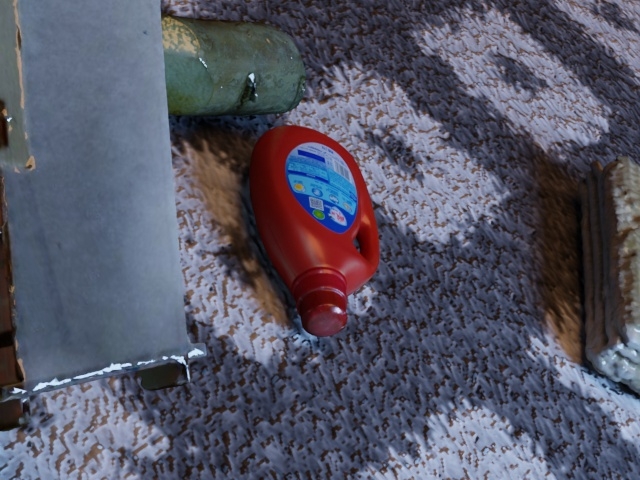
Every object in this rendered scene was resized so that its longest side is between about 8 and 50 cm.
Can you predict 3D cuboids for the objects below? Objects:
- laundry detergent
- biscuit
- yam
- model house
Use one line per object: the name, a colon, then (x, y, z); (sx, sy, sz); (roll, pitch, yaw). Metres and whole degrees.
laundry detergent: (0.000, 0.000, 1.262); (0.097, 0.049, 0.165); (24, 36, -27)
biscuit: (0.247, 0.031, 1.449); (0.108, 0.062, 0.239); (28, 32, -14)
yam: (-0.075, -0.116, 1.317); (0.146, 0.069, 0.069); (-4, 49, -49)
model house: (-0.199, -0.059, 0.969); (0.169, 0.244, 0.326); (2, 79, -40)
